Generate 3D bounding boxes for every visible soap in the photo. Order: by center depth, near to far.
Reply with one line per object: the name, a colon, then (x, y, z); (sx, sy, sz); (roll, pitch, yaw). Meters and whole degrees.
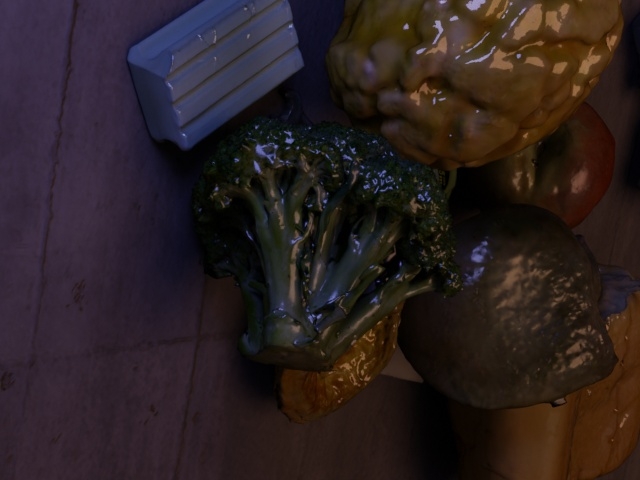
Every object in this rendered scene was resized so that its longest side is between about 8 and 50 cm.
soap: (-0.112, -0.199, 1.565); (0.198, 0.066, 0.119); (-40, 131, -33)

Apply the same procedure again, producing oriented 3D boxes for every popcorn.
popcorn: (0.194, -0.257, 1.683); (0.354, 0.344, 0.390); (36, 59, -48)

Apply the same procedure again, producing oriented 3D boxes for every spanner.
spanner: (0.009, -0.111, 1.791); (0.254, 0.015, 0.054); (43, 69, -50)

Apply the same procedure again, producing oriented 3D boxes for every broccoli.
broccoli: (0.000, 0.000, 1.563); (0.304, 0.321, 0.283); (81, 19, -63)

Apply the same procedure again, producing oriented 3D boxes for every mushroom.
mushroom: (0.263, 0.087, 1.849); (0.292, 0.217, 0.212); (-8, 135, -19)

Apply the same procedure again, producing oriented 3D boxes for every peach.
peach: (0.298, -0.104, 2.009); (0.214, 0.214, 0.235); (-58, 177, -16)

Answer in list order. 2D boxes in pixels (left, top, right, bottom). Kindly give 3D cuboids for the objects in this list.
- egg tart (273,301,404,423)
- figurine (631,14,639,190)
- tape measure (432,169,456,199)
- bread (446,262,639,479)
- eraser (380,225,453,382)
egg tart: (0.011, 0.119, 1.799); (0.241, 0.106, 0.241); (-36, 144, -32)
figurine: (0.591, -0.203, 2.374); (0.205, 0.224, 0.382); (-34, 107, -10)
tape measure: (0.116, -0.100, 1.856); (0.154, 0.087, 0.177); (4, 83, -55)
bread: (0.314, 0.240, 2.130); (0.361, 0.250, 0.394); (-28, 129, -40)
eraser: (0.128, 0.080, 1.995); (0.157, 0.038, 0.230); (18, 91, -52)
